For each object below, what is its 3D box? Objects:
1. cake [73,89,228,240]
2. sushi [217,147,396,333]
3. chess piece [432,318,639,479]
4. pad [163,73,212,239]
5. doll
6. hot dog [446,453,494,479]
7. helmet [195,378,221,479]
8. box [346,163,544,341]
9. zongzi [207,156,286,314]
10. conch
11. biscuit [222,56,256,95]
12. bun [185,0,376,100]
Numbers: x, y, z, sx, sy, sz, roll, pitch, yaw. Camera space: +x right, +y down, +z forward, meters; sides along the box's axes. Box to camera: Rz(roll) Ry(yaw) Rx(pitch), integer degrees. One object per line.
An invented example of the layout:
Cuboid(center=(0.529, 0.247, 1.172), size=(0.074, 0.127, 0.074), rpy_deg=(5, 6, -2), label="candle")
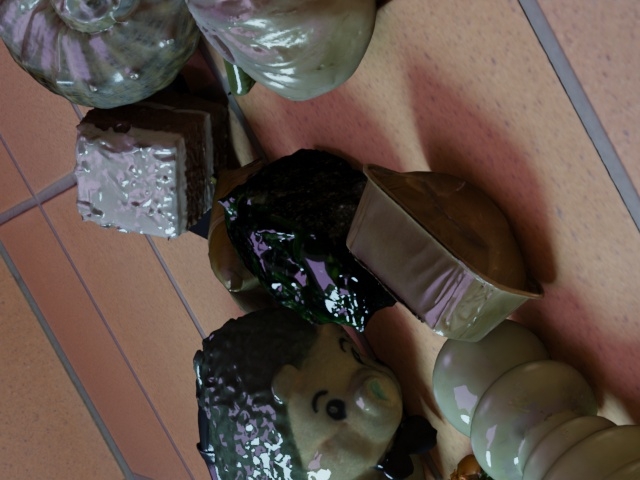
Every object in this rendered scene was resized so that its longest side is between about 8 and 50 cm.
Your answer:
Cuboid(center=(-0.183, -0.082, 1.674), size=(0.135, 0.147, 0.134), rpy_deg=(9, 124, 14), label="cake")
Cuboid(center=(0.000, 0.000, 1.464), size=(0.225, 0.127, 0.124), rpy_deg=(31, 146, 52), label="sushi")
Cuboid(center=(0.180, 0.159, 1.244), size=(0.251, 0.144, 0.144), rpy_deg=(47, 159, 46), label="chess piece")
Cuboid(center=(-0.188, -0.111, 1.900), size=(0.367, 0.007, 0.248), rpy_deg=(22, 137, 61), label="pad")
Cuboid(center=(0.004, 0.223, 1.651), size=(0.247, 0.247, 0.349), rpy_deg=(30, 151, 56), label="doll")
Cuboid(center=(0.153, 0.267, 1.584), size=(0.072, 0.055, 0.188), rpy_deg=(55, 162, 18), label="hot dog")
Cuboid(center=(-0.043, 0.272, 1.937), size=(0.230, 0.160, 0.279), rpy_deg=(23, 127, 63), label="helmet")
Cuboid(center=(0.099, 0.003, 1.256), size=(0.177, 0.111, 0.111), rpy_deg=(46, 157, 34), label="box")
Cuboid(center=(-0.066, 0.041, 1.645), size=(0.197, 0.099, 0.194), rpy_deg=(-86, -16, -48), label="zongzi")
Cuboid(center=(-0.211, -0.209, 1.595), size=(0.159, 0.210, 0.291), rpy_deg=(63, 180, 24), label="conch")
Cuboid(center=(-0.088, -0.274, 1.368), size=(0.322, 0.038, 0.099), rpy_deg=(80, -169, -45), label="biscuit")
Cuboid(center=(-0.044, -0.200, 1.274), size=(0.178, 0.128, 0.193), rpy_deg=(50, 161, 23), label="bun")
